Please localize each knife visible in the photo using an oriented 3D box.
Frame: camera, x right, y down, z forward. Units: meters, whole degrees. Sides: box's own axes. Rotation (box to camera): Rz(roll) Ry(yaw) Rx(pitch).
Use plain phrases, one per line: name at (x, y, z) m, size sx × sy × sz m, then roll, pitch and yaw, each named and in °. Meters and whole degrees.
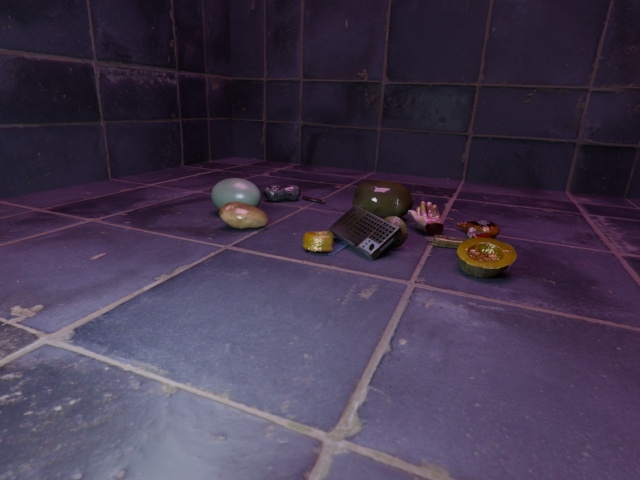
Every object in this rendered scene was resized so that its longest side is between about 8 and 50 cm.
knife at (0.106, 0.016, 1.850) m, size 0.044 × 0.019 × 0.313 m, roll 13°, pitch 24°, yaw 26°

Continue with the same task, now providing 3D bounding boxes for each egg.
egg at (-0.463, -0.241, 2.236) m, size 0.282 × 0.203 × 0.203 m, roll 1°, pitch 18°, yaw 13°

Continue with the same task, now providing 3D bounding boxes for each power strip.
power strip at (0.651, 0.013, 1.880) m, size 0.305 × 0.044 × 0.064 m, roll 6°, pitch 20°, yaw 11°

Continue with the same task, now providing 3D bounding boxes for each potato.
potato at (0.342, -0.217, 2.241) m, size 0.326 × 0.221 × 0.243 m, roll 10°, pitch 18°, yaw 7°
potato at (-0.384, -0.118, 2.029) m, size 0.234 × 0.128 × 0.161 m, roll 0°, pitch 34°, yaw -22°

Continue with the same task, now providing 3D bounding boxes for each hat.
hat at (0.306, -0.032, 1.802) m, size 0.146 × 0.146 × 0.067 m, roll 12°, pitch 13°, yaw 25°

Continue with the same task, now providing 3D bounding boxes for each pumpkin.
pumpkin at (0.641, 0.083, 1.603) m, size 0.217 × 0.110 × 0.217 m, roll 0°, pitch 31°, yaw 0°

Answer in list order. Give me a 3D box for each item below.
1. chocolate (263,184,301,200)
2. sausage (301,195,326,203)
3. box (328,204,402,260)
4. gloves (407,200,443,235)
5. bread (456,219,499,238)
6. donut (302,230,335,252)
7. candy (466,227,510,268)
chocolate at (-0.242, -0.302, 2.600) m, size 0.248 × 0.110 × 0.110 m, roll -1°, pitch 19°, yaw -18°
sausage at (-0.046, -0.262, 2.627) m, size 0.198 × 0.025 × 0.028 m, roll 16°, pitch -9°, yaw 32°
box at (0.190, -0.044, 1.813) m, size 0.180 × 0.047 × 0.325 m, roll -41°, pitch 37°, yaw -11°
gloves at (0.549, -0.110, 2.119) m, size 0.145 × 0.126 × 0.241 m, roll -21°, pitch 21°, yaw 6°
bread at (0.798, -0.055, 2.046) m, size 0.139 × 0.095 × 0.269 m, roll 2°, pitch 5°, yaw -7°
donut at (-0.011, -0.001, 1.787) m, size 0.146 × 0.078 × 0.181 m, roll 2°, pitch 15°, yaw 6°
candy at (0.722, 0.026, 1.770) m, size 0.086 × 0.059 × 0.292 m, roll -12°, pitch 40°, yaw -16°
